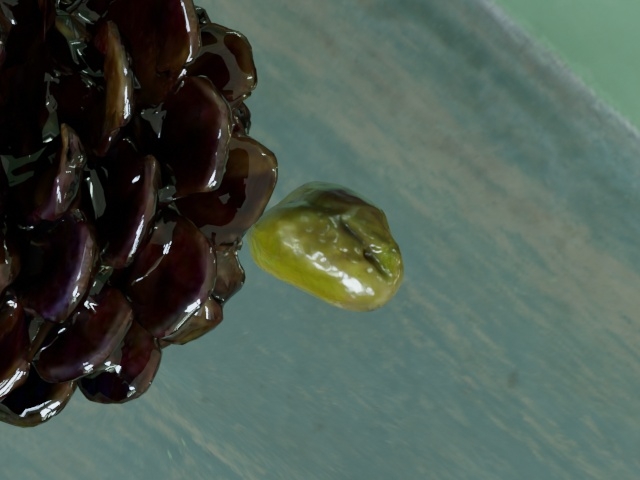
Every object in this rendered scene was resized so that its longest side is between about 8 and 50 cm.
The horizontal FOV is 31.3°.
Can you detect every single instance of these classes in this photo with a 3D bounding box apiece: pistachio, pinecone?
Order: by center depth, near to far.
[{"bbox_3d":[-0.179,-0.050,0.590,0.296,0.242,0.298,1,85,-43],"label":"pinecone"},{"bbox_3d":[-0.004,0.000,1.092,0.110,0.189,0.100,-6,116,-40],"label":"pistachio"}]
